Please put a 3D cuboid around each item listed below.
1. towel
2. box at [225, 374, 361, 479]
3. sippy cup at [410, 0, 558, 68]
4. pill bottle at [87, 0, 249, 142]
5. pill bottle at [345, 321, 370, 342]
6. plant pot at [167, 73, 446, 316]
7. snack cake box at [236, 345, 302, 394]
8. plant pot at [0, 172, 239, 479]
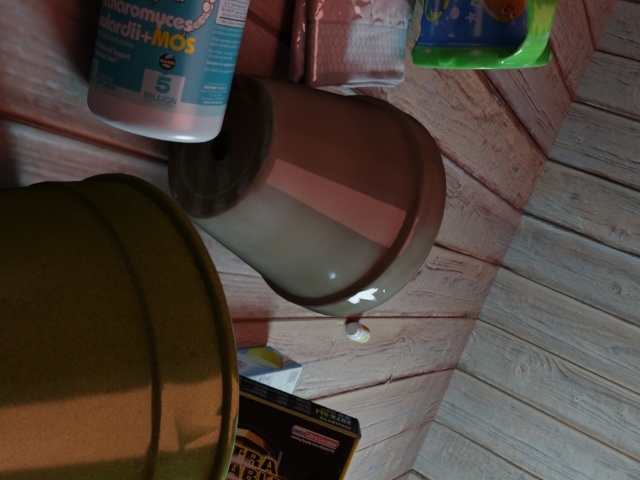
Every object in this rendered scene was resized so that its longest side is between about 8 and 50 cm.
[{"bbox_3d":[0.074,-0.396,1.106,0.332,0.053,0.316,-21,124,-56],"label":"towel"},{"bbox_3d":[-0.134,0.343,1.084,0.079,0.322,0.257,-78,-170,-81],"label":"box"},{"bbox_3d":[0.275,-0.413,1.210,0.240,0.306,0.224,-24,118,-52],"label":"sippy cup"},{"bbox_3d":[-0.149,-0.245,0.737,0.146,0.146,0.264,-15,125,-58],"label":"pill bottle"},{"bbox_3d":[0.087,0.218,1.697,0.043,0.043,0.083,-63,154,-5],"label":"pill bottle"},{"bbox_3d":[-0.037,-0.082,0.959,0.280,0.323,0.323,24,91,-48],"label":"plant pot"},{"bbox_3d":[-0.152,0.279,1.251,0.264,0.089,0.152,9,106,-63],"label":"snack cake box"},{"bbox_3d":[-0.319,0.120,0.562,0.353,0.366,0.366,-1,114,-48],"label":"plant pot"}]
